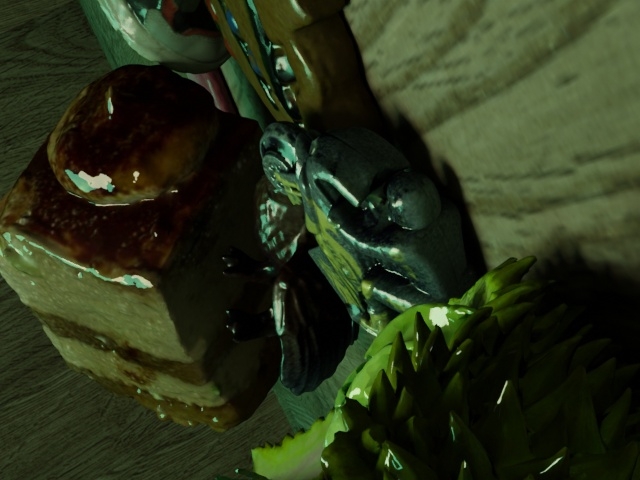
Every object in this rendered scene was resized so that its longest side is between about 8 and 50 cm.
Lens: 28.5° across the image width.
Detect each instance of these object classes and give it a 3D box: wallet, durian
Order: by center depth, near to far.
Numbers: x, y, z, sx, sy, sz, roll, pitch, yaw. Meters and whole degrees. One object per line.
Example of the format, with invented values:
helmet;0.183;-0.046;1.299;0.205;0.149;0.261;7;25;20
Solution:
durian;0.059;0.104;0.529;0.355;0.170;0.157;107;138;-80
wallet;-0.099;-0.114;1.329;0.119;0.025;0.232;51;165;58

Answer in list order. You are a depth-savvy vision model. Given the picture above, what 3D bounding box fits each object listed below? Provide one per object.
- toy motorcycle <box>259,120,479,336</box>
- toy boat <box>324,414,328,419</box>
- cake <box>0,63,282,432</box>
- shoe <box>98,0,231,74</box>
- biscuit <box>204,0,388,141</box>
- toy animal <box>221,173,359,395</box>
toy motorcycle;0.040;0.005;0.683;0.193;0.061;0.124;53;155;-1
toy boat;0.055;0.309;1.575;0.155;0.085;0.227;46;151;39
cake;-0.134;0.000;1.037;0.196;0.198;0.293;20;153;27
shoe;-0.122;-0.230;0.955;0.227;0.126;0.099;41;-138;-32
biscuit;-0.044;-0.155;0.796;0.278;0.043;0.301;65;172;-9
toy animal;0.001;-0.006;0.914;0.179;0.116;0.218;117;159;-46
